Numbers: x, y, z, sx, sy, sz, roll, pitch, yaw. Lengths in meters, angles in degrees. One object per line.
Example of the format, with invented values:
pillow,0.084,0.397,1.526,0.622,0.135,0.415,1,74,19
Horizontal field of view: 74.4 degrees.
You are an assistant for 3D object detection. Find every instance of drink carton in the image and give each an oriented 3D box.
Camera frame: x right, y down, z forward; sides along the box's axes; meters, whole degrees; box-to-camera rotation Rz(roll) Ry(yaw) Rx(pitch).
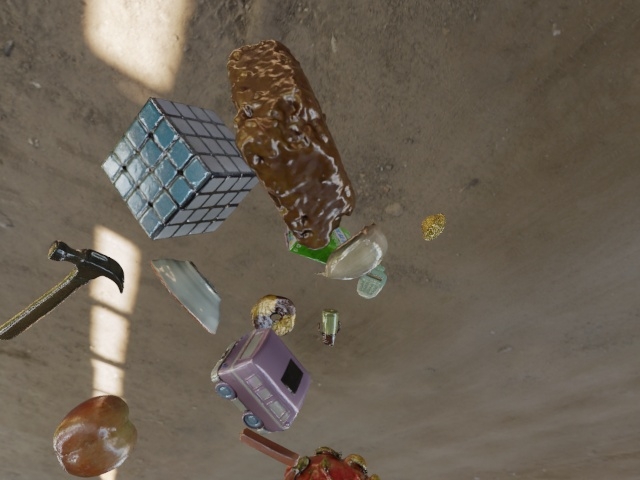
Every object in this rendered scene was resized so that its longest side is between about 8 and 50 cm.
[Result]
drink carton,0.000,0.000,1.683,0.271,0.161,0.108,21,126,-28

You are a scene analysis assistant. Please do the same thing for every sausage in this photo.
sausage,-0.115,0.458,0.934,0.147,0.030,0.035,19,150,17

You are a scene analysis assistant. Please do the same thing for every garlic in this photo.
garlic,0.072,0.039,0.999,0.198,0.128,0.090,-42,104,4

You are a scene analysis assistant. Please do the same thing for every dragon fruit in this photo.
dragon fruit,0.037,0.750,1.242,0.291,0.250,0.269,-12,102,11

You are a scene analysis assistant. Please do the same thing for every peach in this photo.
peach,-0.752,0.656,1.412,0.253,0.252,0.252,6,139,5

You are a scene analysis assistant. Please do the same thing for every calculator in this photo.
calculator,0.197,0.154,1.601,0.095,0.153,0.021,20,149,25

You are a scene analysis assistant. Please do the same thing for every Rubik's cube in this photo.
Rubik's cube,-0.471,-0.243,1.475,0.337,0.344,0.344,-44,81,22

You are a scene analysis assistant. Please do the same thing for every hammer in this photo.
hammer,-0.597,0.130,0.921,0.440,0.044,0.168,-28,140,28

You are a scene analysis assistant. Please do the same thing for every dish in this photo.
dish,-0.340,0.128,1.140,0.260,0.085,0.260,46,167,14

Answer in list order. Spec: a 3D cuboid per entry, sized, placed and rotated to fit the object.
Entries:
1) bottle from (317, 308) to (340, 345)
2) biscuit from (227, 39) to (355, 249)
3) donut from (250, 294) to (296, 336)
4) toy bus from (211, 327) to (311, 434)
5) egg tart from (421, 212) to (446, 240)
bottle,0.023,0.244,1.178,0.063,0.047,0.101,3,97,6
biscuit,-0.056,-0.219,0.922,0.166,0.395,0.342,-21,139,6
donut,-0.188,0.293,1.642,0.184,0.166,0.073,0,173,-30
toy bus,-0.120,0.312,0.932,0.142,0.142,0.202,-30,105,26
egg tart,0.448,-0.061,1.694,0.049,0.128,0.129,33,135,-19
